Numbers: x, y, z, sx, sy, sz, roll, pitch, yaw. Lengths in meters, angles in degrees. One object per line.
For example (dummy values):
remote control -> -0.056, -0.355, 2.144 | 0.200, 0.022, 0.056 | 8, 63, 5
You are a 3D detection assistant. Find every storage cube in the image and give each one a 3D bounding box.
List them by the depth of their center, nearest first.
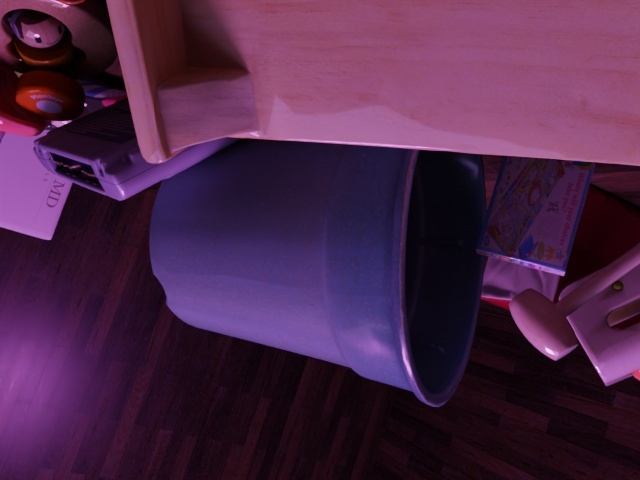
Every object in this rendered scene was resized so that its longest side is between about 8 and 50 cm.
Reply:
storage cube -> 0.389, 0.041, 0.888 | 0.193, 0.183, 0.215 | 22, 172, -18

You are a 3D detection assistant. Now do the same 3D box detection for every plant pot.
plant pot -> 0.000, 0.000, 0.707 | 0.334, 0.341, 0.341 | 4, 167, 27

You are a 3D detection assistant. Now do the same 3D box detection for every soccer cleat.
soccer cleat -> -0.379, -0.247, 1.078 | 0.331, 0.116, 0.143 | 10, -148, -22

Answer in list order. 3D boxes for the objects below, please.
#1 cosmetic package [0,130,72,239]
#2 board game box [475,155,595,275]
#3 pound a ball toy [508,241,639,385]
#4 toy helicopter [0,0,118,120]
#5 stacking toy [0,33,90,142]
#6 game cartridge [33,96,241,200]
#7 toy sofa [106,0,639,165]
cosmetic package -> -0.782, -0.231, 1.244 | 0.328, 0.329, 0.394 | 14, 172, 31
board game box -> 0.259, -0.045, 0.692 | 0.104, 0.154, 0.026 | 16, 172, 23
pound a ball toy -> 0.391, 0.067, 0.622 | 0.319, 0.135, 0.208 | -30, 153, 16
toy helicopter -> -0.407, -0.281, 0.654 | 0.355, 0.140, 0.235 | 13, 158, -34
stacking toy -> -0.496, -0.219, 0.856 | 0.309, 0.130, 0.279 | 56, -162, 26
game cartridge -> -0.224, -0.133, 0.721 | 0.294, 0.196, 0.060 | 19, 139, 48
toy sofa -> 0.075, -0.134, 0.337 | 0.363, 0.150, 0.177 | 7, -146, 16
